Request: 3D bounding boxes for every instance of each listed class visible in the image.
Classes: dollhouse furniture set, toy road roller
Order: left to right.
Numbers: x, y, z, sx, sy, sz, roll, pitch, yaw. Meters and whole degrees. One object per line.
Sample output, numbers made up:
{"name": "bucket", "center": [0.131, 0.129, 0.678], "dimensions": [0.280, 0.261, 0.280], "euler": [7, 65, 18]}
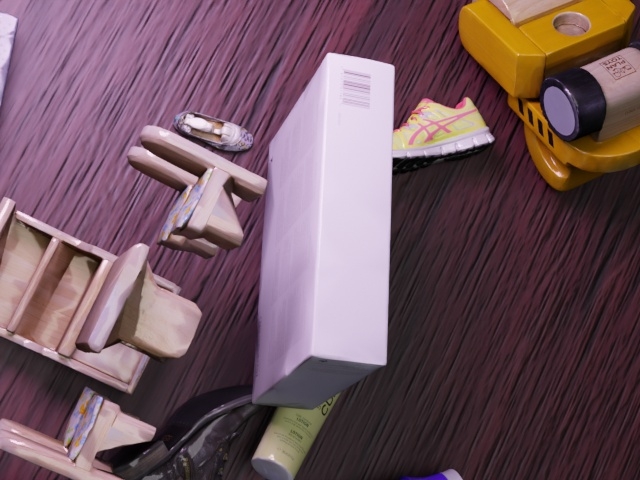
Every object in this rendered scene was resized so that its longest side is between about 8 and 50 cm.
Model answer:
{"name": "dollhouse furniture set", "center": [-0.285, 0.061, 1.321], "dimensions": [0.256, 0.394, 0.362], "euler": [26, 78, -12]}
{"name": "toy road roller", "center": [0.357, -0.225, 1.660], "dimensions": [0.202, 0.240, 0.329], "euler": [-23, 54, -16]}

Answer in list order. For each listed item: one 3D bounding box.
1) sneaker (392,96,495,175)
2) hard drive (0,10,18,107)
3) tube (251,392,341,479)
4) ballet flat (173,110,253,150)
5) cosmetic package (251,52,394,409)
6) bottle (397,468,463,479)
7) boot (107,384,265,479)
{"name": "sneaker", "center": [0.143, -0.154, 1.634], "dimensions": [0.208, 0.081, 0.094], "euler": [-13, 82, -23]}
{"name": "hard drive", "center": [-0.529, -0.237, 1.456], "dimensions": [0.255, 0.054, 0.172], "euler": [11, 82, -15]}
{"name": "tube", "center": [-0.017, 0.213, 1.539], "dimensions": [0.240, 0.062, 0.070], "euler": [-60, 143, -36]}
{"name": "ballet flat", "center": [-0.145, -0.150, 1.565], "dimensions": [0.114, 0.041, 0.041], "euler": [15, 81, -14]}
{"name": "cosmetic package", "center": [0.000, 0.000, 1.427], "dimensions": [0.097, 0.284, 0.377], "euler": [9, 70, -17]}
{"name": "bottle", "center": [0.064, 0.385, 1.534], "dimensions": [0.283, 0.118, 0.092], "euler": [-17, 89, -16]}
{"name": "boot", "center": [-0.143, 0.336, 1.506], "dimensions": [0.263, 0.091, 0.229], "euler": [-30, 104, -23]}
